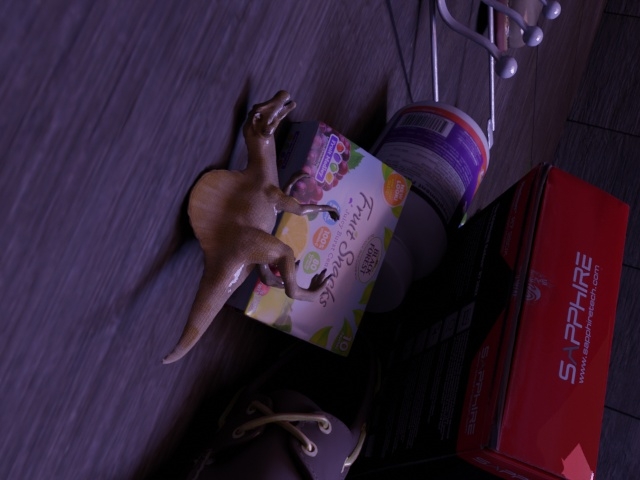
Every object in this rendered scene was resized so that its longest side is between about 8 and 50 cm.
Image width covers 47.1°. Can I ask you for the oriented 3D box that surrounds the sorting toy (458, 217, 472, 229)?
[{"bbox_3d":[0.175,0.067,0.842,0.132,0.046,0.275,132,-45,-64],"label":"sorting toy"}]

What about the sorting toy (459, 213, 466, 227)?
[{"bbox_3d":[0.176,-0.016,1.053,0.042,0.061,0.102,33,64,-35],"label":"sorting toy"}]

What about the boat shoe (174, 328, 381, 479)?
[{"bbox_3d":[-0.027,0.151,0.541,0.324,0.116,0.097,-30,134,-68],"label":"boat shoe"}]

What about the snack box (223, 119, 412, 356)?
[{"bbox_3d":[0.000,0.000,0.525,0.100,0.037,0.141,28,79,-38],"label":"snack box"}]

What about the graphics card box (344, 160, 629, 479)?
[{"bbox_3d":[0.118,0.116,0.671,0.371,0.094,0.233,131,-20,-61],"label":"graphics card box"}]

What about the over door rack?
[{"bbox_3d":[0.186,-0.195,0.825,0.239,0.108,0.324,-47,149,-49],"label":"over door rack"}]

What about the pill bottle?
[{"bbox_3d":[0.073,-0.031,0.658,0.193,0.108,0.108,-56,155,-38],"label":"pill bottle"}]

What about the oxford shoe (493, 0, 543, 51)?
[{"bbox_3d":[0.324,-0.403,0.982,0.348,0.130,0.123,-68,160,-11],"label":"oxford shoe"}]

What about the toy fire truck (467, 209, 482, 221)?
[{"bbox_3d":[0.289,0.026,1.387,0.192,0.047,0.135,-34,138,-62],"label":"toy fire truck"}]

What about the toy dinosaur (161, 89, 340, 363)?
[{"bbox_3d":[-0.042,0.002,0.437,0.092,0.053,0.183,32,61,-30],"label":"toy dinosaur"}]
